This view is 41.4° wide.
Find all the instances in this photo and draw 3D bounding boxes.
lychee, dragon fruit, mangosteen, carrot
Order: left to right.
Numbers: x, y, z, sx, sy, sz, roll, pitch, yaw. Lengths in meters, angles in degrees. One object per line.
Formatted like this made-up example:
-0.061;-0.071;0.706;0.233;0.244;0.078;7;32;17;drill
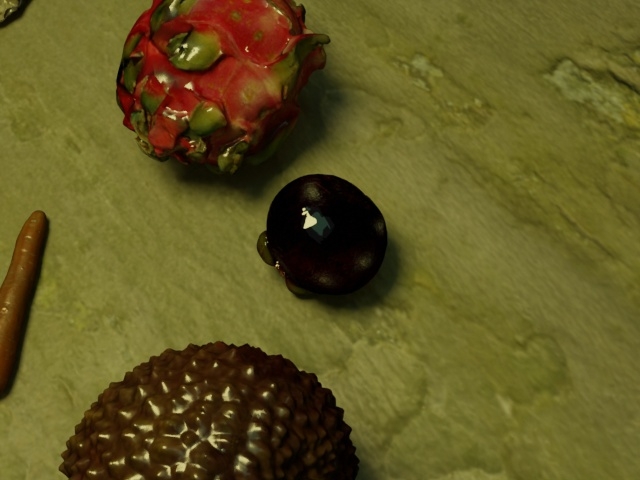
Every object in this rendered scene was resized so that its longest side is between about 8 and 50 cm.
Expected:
-0.366;0.069;1.008;0.043;0.043;0.248;4;59;3;carrot
-0.109;0.215;0.812;0.267;0.267;0.268;0;61;0;lychee
-0.124;-0.220;1.062;0.231;0.237;0.303;27;52;-9;dragon fruit
0.000;0.000;0.992;0.152;0.152;0.153;0;61;0;mangosteen

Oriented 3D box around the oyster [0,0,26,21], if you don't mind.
-0.513;-0.354;1.220;0.163;0.081;0.191;10;65;1;oyster
